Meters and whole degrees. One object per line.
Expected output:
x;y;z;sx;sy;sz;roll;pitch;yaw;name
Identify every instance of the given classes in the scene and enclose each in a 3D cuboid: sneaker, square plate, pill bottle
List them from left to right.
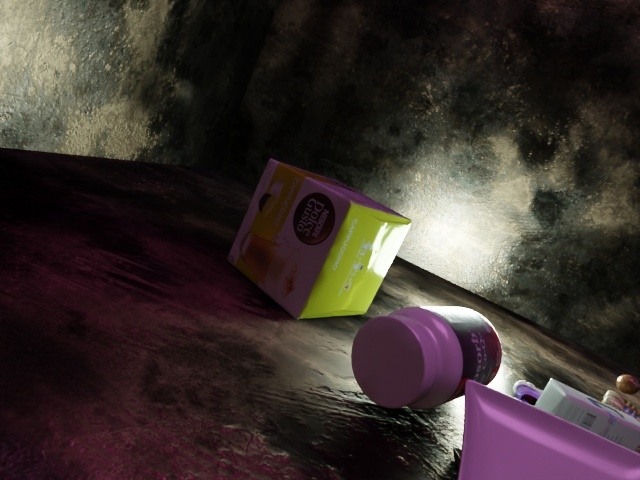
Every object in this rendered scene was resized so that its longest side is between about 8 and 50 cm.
0.242;0.253;0.910;0.362;0.210;0.210;10;18;-47;pill bottle
0.630;0.464;1.154;0.169;0.069;0.071;18;26;12;sneaker
0.379;0.399;0.627;0.346;0.049;0.344;21;24;15;square plate

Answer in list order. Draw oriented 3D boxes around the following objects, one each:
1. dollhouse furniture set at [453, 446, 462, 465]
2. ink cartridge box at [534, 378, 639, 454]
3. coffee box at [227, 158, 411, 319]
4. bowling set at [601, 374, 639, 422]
0.311;0.395;0.737;0.114;0.081;0.091;21;12;-14;dollhouse furniture set
0.600;0.440;0.927;0.212;0.155;0.093;25;10;5;ink cartridge box
0.000;0.000;1.218;0.334;0.338;0.338;33;15;36;coffee box
0.859;0.494;1.126;0.154;0.200;0.286;34;19;36;bowling set
